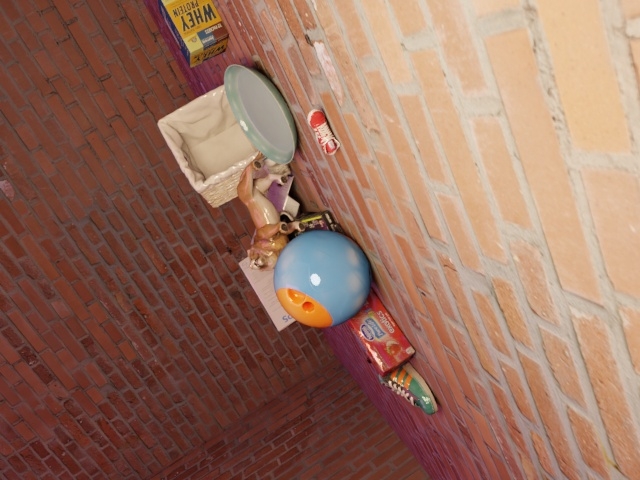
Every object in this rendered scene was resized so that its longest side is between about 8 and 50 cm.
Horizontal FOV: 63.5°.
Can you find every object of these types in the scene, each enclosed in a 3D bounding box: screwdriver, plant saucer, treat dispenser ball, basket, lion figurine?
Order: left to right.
[{"bbox_3d":[-0.370,-0.344,1.944,0.328,0.331,0.266,57,172,15],"label":"basket"},{"bbox_3d":[-0.195,-0.096,1.734,0.240,0.142,0.392,-19,85,48],"label":"lion figurine"},{"bbox_3d":[-0.167,-0.369,1.507,0.317,0.043,0.317,43,157,23],"label":"plant saucer"},{"bbox_3d":[0.005,0.112,1.519,0.288,0.288,0.288,57,170,16],"label":"treat dispenser ball"},{"bbox_3d":[0.090,0.017,1.615,0.170,0.024,0.025,55,-159,-15],"label":"screwdriver"}]

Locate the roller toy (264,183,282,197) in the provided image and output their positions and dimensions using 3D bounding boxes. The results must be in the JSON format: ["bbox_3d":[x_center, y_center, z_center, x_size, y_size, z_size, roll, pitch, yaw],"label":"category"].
[{"bbox_3d":[-0.245,-0.209,2.243,0.191,0.146,0.209,51,167,38],"label":"roller toy"}]

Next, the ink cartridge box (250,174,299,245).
[{"bbox_3d":[-0.168,-0.097,2.014,0.071,0.330,0.324,18,-174,-20],"label":"ink cartridge box"}]

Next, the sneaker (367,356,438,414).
[{"bbox_3d":[0.272,0.481,1.754,0.302,0.121,0.108,51,167,42],"label":"sneaker"}]

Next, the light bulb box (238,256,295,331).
[{"bbox_3d":[-0.151,0.196,2.450,0.361,0.225,0.358,58,-169,7],"label":"light bulb box"}]

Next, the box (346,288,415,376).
[{"bbox_3d":[0.179,0.297,1.670,0.257,0.122,0.128,56,171,21],"label":"box"}]

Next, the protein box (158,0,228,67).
[{"bbox_3d":[-0.405,-0.690,1.642,0.201,0.136,0.200,61,170,-11],"label":"protein box"}]

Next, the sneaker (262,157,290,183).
[{"bbox_3d":[-0.144,-0.259,1.792,0.092,0.087,0.228,50,174,0],"label":"sneaker"}]

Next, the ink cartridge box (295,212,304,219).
[{"bbox_3d":[-0.052,-0.028,2.073,0.099,0.056,0.135,50,167,41],"label":"ink cartridge box"}]

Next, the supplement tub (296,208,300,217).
[{"bbox_3d":[-0.115,-0.102,2.130,0.071,0.071,0.107,56,169,21],"label":"supplement tub"}]

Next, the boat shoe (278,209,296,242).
[{"bbox_3d":[-0.093,0.016,1.826,0.258,0.095,0.084,60,175,-8],"label":"boat shoe"}]

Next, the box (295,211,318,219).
[{"bbox_3d":[-0.015,-0.008,1.876,0.180,0.077,0.147,61,170,-10],"label":"box"}]

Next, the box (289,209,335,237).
[{"bbox_3d":[0.000,0.000,1.714,0.190,0.045,0.184,-12,108,53],"label":"box"}]

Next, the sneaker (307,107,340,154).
[{"bbox_3d":[0.009,-0.240,1.164,0.067,0.042,0.118,58,179,31],"label":"sneaker"}]
